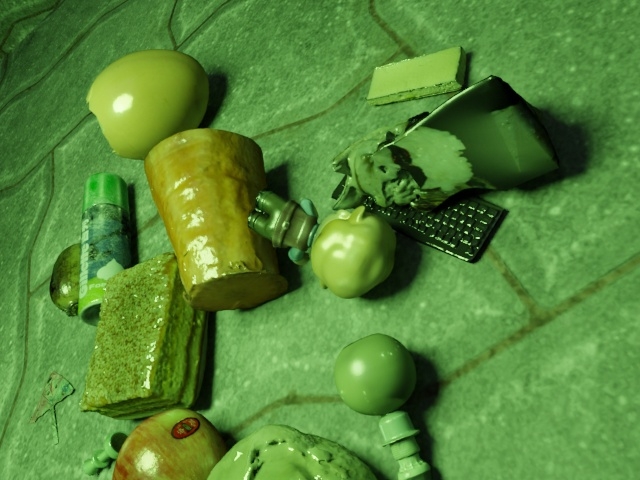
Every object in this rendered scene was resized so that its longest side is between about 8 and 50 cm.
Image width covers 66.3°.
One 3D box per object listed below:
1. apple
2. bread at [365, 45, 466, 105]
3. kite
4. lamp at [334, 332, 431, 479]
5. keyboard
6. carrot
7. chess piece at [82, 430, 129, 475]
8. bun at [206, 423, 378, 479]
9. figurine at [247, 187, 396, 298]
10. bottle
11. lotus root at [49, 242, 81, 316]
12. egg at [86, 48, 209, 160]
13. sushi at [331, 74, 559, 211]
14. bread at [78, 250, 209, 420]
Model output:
[{"bbox_3d":[-0.180,0.293,0.611,0.131,0.146,0.146,17,77,35],"label":"apple"},{"bbox_3d":[0.142,-0.244,0.739,0.154,0.028,0.068,-2,65,36],"label":"bread"},{"bbox_3d":[-0.505,0.314,0.920,0.137,0.005,0.152,-36,51,18],"label":"kite"},{"bbox_3d":[0.075,0.185,0.528,0.091,0.091,0.163,-30,66,20],"label":"lamp"},{"bbox_3d":[0.116,-0.049,0.661,0.250,0.017,0.087,31,85,41],"label":"keyboard"},{"bbox_3d":[-0.156,-0.021,0.752,0.196,0.196,0.254,-27,63,22],"label":"carrot"},{"bbox_3d":[-0.338,0.338,0.768,0.093,0.042,0.042,-41,49,20],"label":"chess piece"},{"bbox_3d":[-0.041,0.314,0.496,0.239,0.141,0.239,-17,55,26],"label":"bun"},{"bbox_3d":[0.000,0.000,0.633,0.196,0.108,0.114,22,87,20],"label":"figurine"},{"bbox_3d":[-0.422,0.007,0.966,0.093,0.093,0.330,-33,52,18],"label":"bottle"},{"bbox_3d":[-0.501,0.075,0.994,0.089,0.080,0.179,-34,50,16],"label":"lotus root"},{"bbox_3d":[-0.337,-0.279,0.989,0.244,0.201,0.201,-34,50,4],"label":"egg"},{"bbox_3d":[0.136,-0.112,0.616,0.273,0.134,0.109,-23,29,37],"label":"sushi"},{"bbox_3d":[-0.264,0.150,0.770,0.184,0.110,0.234,-21,54,29],"label":"bread"}]
